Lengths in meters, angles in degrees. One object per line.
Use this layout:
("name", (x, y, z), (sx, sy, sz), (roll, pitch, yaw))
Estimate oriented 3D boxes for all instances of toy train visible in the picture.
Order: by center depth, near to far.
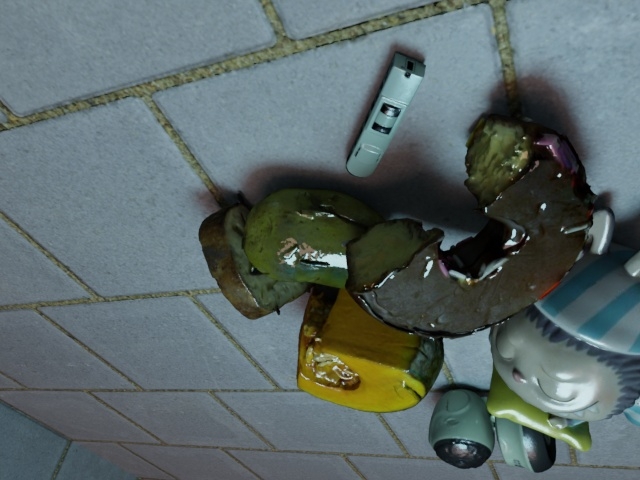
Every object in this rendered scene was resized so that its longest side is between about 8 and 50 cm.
("toy train", (0.080, -0.154, 0.761), (0.043, 0.047, 0.207), (19, 141, -6))

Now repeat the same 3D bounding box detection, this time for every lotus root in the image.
("lotus root", (-0.109, 0.050, 0.991), (0.074, 0.170, 0.261), (-19, 126, 30))

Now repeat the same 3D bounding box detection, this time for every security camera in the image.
("security camera", (0.386, 0.434, 1.308), (0.277, 0.191, 0.197), (-10, 138, 29))

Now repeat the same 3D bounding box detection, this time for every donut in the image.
("donut", (0.221, 0.000, 0.787), (0.259, 0.136, 0.345), (31, 115, -34))

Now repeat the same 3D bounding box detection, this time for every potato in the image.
("potato", (0.000, 0.000, 0.898), (0.248, 0.144, 0.169), (14, 139, -3))

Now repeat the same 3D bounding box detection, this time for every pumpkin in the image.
("pumpkin", (0.094, 0.178, 1.053), (0.256, 0.225, 0.303), (23, 148, -6))

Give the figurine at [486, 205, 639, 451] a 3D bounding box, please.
("figurine", (0.469, 0.141, 0.857), (0.361, 0.266, 0.378), (7, 143, -2))
